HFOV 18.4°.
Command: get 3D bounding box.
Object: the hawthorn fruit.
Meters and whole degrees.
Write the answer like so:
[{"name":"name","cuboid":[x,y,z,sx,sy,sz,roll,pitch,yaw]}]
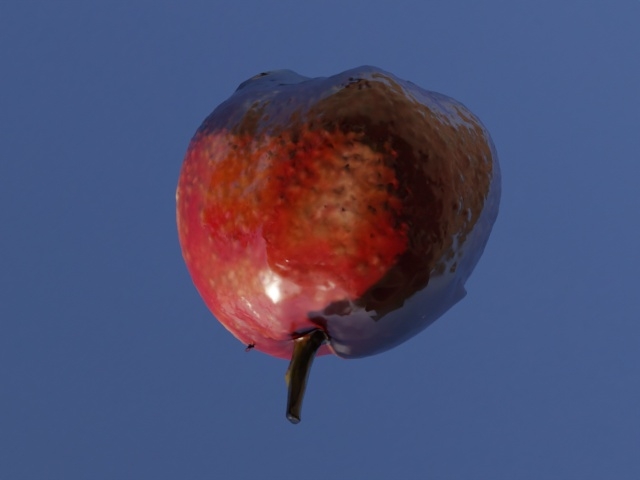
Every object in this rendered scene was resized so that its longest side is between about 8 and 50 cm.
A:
[{"name":"hawthorn fruit","cuboid":[0.000,0.000,1.411,0.230,0.210,0.266,7,-118,22]}]
